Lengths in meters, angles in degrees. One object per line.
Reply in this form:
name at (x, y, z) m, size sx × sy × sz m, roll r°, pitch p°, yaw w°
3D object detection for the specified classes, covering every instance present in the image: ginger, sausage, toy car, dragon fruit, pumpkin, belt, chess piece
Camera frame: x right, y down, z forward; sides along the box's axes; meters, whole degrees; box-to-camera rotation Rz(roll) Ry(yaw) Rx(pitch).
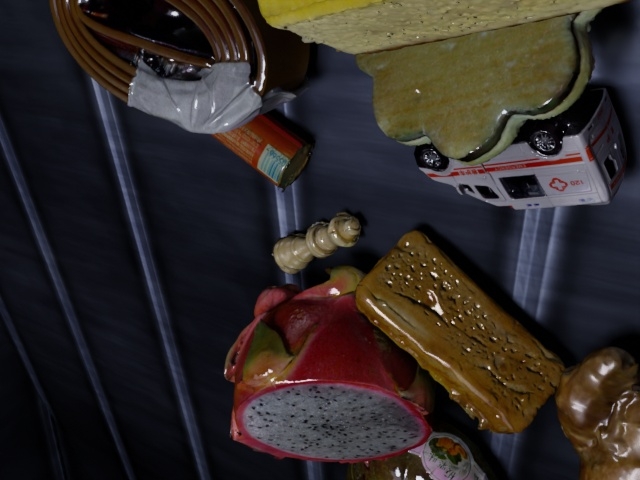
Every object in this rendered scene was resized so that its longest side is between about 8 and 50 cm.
ginger at (0.412, 0.229, 0.851) m, size 0.357 × 0.152 × 0.274 m, roll -16°, pitch 92°, yaw 50°
sausage at (-0.129, -0.174, 1.078) m, size 0.264 × 0.083 × 0.083 m, roll 38°, pitch 143°, yaw 14°
toy car at (0.200, -0.086, 0.811) m, size 0.209 × 0.089 × 0.108 m, roll -3°, pitch 131°, yaw 43°
dragon fruit at (0.016, 0.166, 1.121) m, size 0.305 × 0.226 × 0.305 m, roll 3°, pitch 142°, yaw 2°
pumpkin at (0.154, 0.401, 1.233) m, size 0.260 × 0.189 × 0.260 m, roll 29°, pitch 142°, yaw 26°
belt at (-0.172, -0.258, 0.955) m, size 0.338 × 0.122 × 0.217 m, roll 28°, pitch 122°, yaw 21°
chess piece at (-0.001, 0.000, 1.128) m, size 0.060 × 0.060 × 0.172 m, roll 54°, pitch 141°, yaw -9°

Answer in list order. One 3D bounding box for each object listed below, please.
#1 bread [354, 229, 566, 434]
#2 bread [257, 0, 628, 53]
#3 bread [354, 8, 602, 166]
bread at (0.170, 0.119, 0.993) m, size 0.271 × 0.139 × 0.077 m, roll 41°, pitch 169°, yaw 5°
bread at (0.092, -0.316, 0.559) m, size 0.333 × 0.143 × 0.324 m, roll 4°, pitch 95°, yaw 48°
bread at (0.142, -0.173, 0.742) m, size 0.286 × 0.056 × 0.207 m, roll 1°, pitch 91°, yaw 48°
